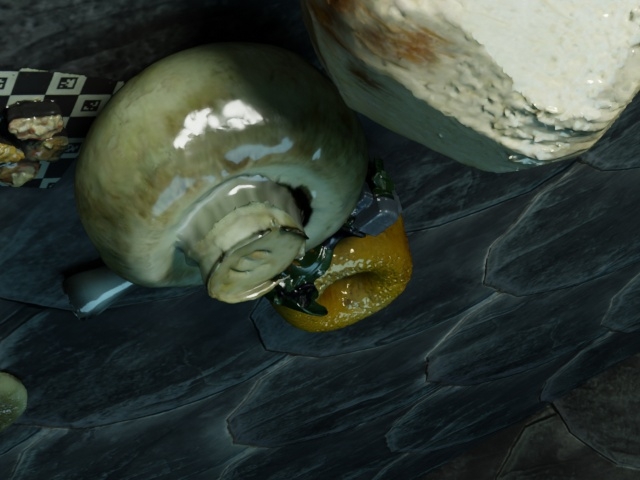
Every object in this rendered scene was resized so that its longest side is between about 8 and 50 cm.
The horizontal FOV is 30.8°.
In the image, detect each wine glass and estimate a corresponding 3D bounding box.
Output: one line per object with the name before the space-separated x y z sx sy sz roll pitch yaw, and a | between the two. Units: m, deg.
wine glass | -0.281 0.052 1.639 0.155 0.072 0.072 -26 155 2

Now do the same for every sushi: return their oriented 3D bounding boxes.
sushi | -0.334 -0.109 1.316 0.193 0.040 0.210 1 145 -42

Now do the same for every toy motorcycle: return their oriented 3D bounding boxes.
toy motorcycle | 0.000 0.000 1.644 0.275 0.187 0.125 -38 151 24

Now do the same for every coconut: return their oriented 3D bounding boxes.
coconut | 0.136 -0.274 1.040 0.415 0.415 0.344 -31 180 14

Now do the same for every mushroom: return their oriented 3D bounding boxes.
mushroom | -0.108 -0.071 1.331 0.352 0.260 0.352 -22 151 -13

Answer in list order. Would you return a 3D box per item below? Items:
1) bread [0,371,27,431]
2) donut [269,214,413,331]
bread | -0.594 0.284 1.850 0.267 0.040 0.267 -19 154 -10
donut | 0.030 0.051 1.855 0.277 0.108 0.277 -19 154 -10
